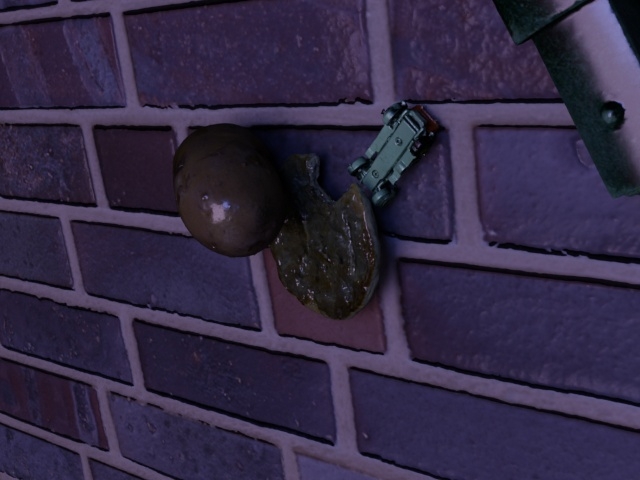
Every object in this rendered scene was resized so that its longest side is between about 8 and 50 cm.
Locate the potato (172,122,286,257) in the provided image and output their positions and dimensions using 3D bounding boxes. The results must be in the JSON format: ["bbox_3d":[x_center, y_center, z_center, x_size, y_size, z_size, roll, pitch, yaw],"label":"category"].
[{"bbox_3d":[-0.128,-0.075,1.159,0.262,0.164,0.165,-131,35,-67],"label":"potato"}]

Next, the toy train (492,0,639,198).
[{"bbox_3d":[0.280,-0.180,0.816,0.138,0.178,0.330,-28,87,42],"label":"toy train"}]

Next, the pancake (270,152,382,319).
[{"bbox_3d":[0.000,0.000,1.186,0.253,0.037,0.254,28,127,45],"label":"pancake"}]

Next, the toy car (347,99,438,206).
[{"bbox_3d":[0.093,-0.110,1.079,0.073,0.054,0.143,49,138,15],"label":"toy car"}]
